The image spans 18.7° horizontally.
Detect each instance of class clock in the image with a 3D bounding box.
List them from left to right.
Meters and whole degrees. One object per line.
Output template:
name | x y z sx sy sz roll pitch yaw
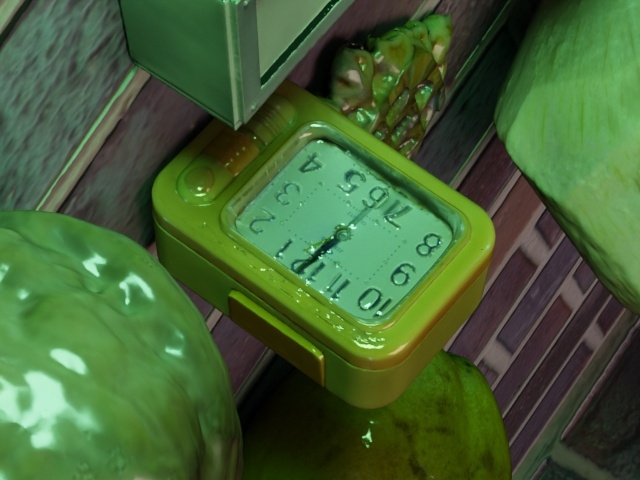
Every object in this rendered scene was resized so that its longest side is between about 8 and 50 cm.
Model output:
clock | 0.000 0.000 1.267 0.143 0.202 0.096 -47 162 -27

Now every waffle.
waffle | 0.029 -0.066 1.475 0.223 0.054 0.204 -27 147 -59

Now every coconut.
coconut | 0.344 -0.134 1.690 0.415 0.415 0.345 -47 -158 -27

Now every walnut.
walnut | -0.156 0.111 1.021 0.248 0.248 0.248 -48 161 -23

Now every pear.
pear | 0.040 0.230 1.724 0.321 0.269 0.269 -70 162 1

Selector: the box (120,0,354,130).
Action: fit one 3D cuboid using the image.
box | -0.010 -0.190 1.101 0.225 0.086 0.129 -50 162 -21
